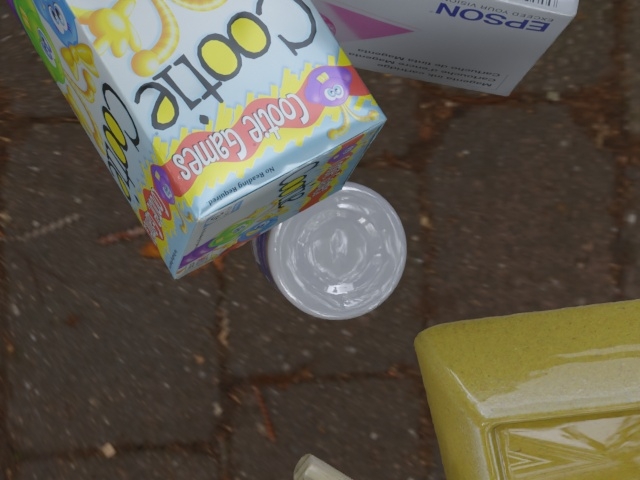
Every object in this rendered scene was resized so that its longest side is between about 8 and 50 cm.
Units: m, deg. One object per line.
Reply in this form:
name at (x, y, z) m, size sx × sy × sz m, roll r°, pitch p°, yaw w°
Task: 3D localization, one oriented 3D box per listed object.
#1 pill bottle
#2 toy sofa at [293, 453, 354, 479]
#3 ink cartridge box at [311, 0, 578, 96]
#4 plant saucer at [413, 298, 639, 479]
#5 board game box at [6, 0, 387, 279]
pill bottle at (0.000, 0.000, 1.362) m, size 0.112 × 0.187 × 0.112 m, roll -1°, pitch 96°, yaw -9°
toy sofa at (-0.062, 0.362, 1.507) m, size 0.150 × 0.177 × 0.362 m, roll 33°, pitch 112°, yaw -19°
ink cartridge box at (0.036, -0.205, 1.471) m, size 0.324 × 0.330 × 0.071 m, roll 10°, pitch 76°, yaw -5°
plant saucer at (0.271, 0.210, 1.428) m, size 0.333 × 0.081 × 0.332 m, roll -8°, pitch 123°, yaw 11°
board game box at (-0.100, -0.138, 1.075) m, size 0.142 × 0.144 × 0.275 m, roll -30°, pitch 81°, yaw -18°
